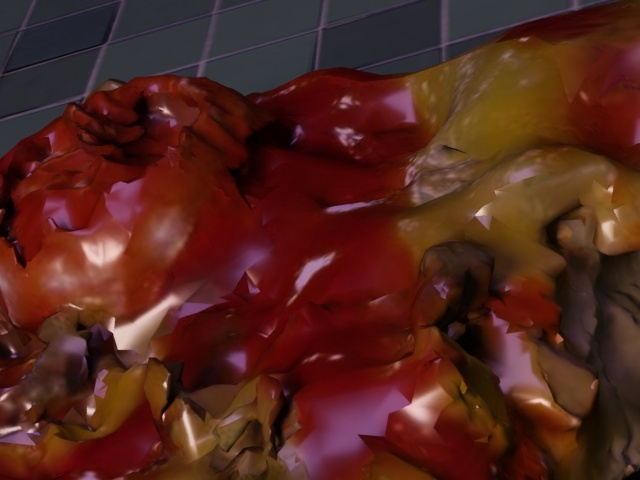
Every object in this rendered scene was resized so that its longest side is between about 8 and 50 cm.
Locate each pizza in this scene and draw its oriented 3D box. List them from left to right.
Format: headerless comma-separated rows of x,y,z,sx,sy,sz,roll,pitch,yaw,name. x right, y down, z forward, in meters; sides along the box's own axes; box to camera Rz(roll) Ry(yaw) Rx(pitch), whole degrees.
0.000,0.000,0.634,0.406,0.130,0.440,-31,29,-15,pizza
